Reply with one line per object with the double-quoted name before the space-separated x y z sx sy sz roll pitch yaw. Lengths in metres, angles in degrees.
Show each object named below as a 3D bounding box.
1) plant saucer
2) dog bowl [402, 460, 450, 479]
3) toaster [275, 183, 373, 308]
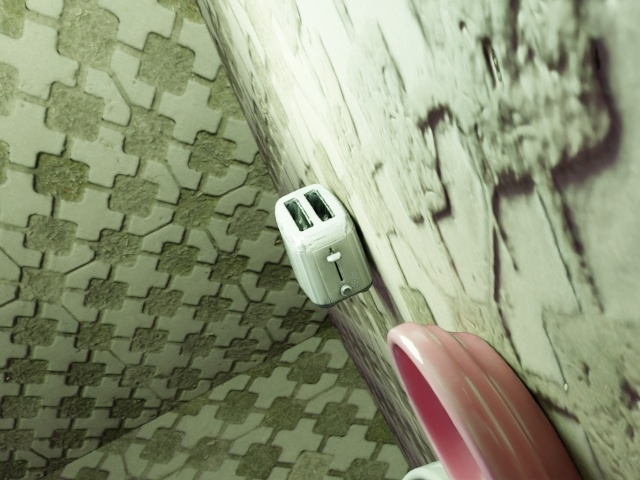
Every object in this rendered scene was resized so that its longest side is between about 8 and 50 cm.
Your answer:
"plant saucer" 0.183 0.226 0.717 0.332 0.084 0.332 63 175 10
"dog bowl" 0.199 0.474 0.952 0.349 0.102 0.349 180 90 -73
"toaster" 0.000 0.000 1.216 0.227 0.129 0.146 -120 9 -54
